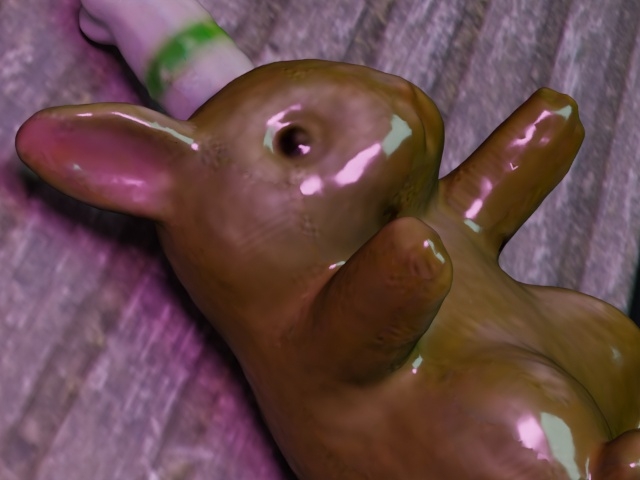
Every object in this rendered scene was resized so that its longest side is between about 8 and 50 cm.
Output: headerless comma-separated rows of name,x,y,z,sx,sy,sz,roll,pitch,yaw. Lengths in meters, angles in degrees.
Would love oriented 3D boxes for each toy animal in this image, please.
toy animal,0.018,-0.003,0.851,0.363,0.180,0.181,55,29,-3
